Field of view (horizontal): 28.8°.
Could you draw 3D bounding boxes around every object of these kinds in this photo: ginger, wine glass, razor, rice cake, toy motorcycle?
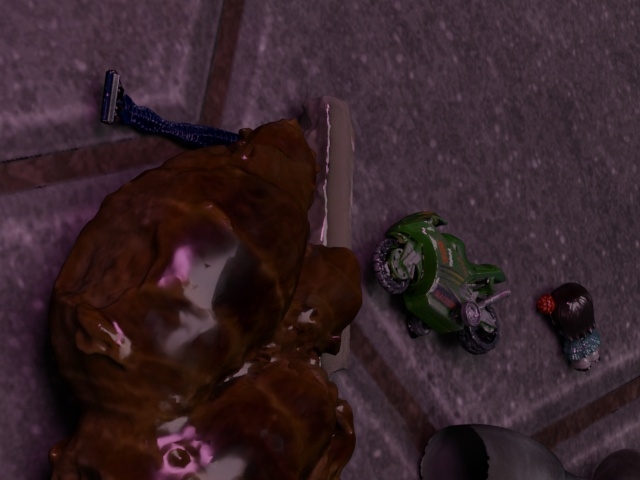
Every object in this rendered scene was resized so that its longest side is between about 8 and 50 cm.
[{"bbox_3d":[-0.069,0.084,0.931,0.274,0.152,0.358,3,84,-36],"label":"ginger"},{"bbox_3d":[0.287,0.261,1.209,0.309,0.264,0.096,17,89,-43],"label":"wine glass"},{"bbox_3d":[-0.116,-0.093,1.006,0.154,0.028,0.044,17,69,-42],"label":"razor"},{"bbox_3d":[0.000,0.000,1.093,0.057,0.052,0.256,34,56,-76],"label":"rice cake"},{"bbox_3d":[0.115,0.035,1.202,0.190,0.074,0.106,35,53,-37],"label":"toy motorcycle"}]

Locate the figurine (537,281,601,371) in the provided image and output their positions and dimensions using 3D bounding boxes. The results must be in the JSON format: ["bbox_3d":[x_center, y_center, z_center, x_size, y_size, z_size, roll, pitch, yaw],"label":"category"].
[{"bbox_3d":[0.277,0.096,1.372,0.060,0.047,0.106,-26,116,-7],"label":"figurine"}]
